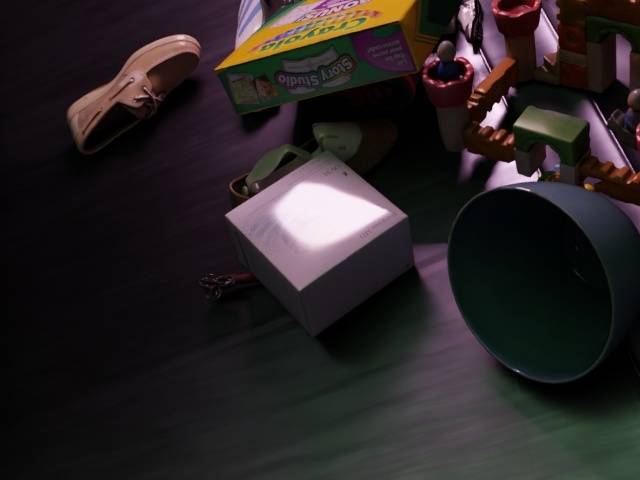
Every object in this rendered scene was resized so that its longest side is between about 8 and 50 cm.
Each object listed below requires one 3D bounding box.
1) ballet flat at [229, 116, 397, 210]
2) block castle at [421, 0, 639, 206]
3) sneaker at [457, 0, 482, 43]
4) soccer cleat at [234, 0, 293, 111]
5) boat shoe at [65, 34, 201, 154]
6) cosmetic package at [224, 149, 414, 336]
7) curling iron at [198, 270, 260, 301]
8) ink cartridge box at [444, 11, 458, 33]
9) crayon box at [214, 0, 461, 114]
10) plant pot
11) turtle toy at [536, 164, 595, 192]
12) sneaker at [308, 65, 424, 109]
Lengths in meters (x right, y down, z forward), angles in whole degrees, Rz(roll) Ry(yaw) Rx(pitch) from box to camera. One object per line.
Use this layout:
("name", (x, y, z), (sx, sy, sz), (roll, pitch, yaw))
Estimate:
("ballet flat", (-0.022, -0.146, 1.675), (0.342, 0.124, 0.116), (-27, 54, 6))
("block castle", (0.421, -0.251, 1.444), (0.453, 0.213, 0.303), (24, 57, 35))
("sneaker", (0.287, -0.420, 1.764), (0.044, 0.040, 0.109), (-17, 50, 34))
("soccer cleat", (-0.123, -0.412, 1.906), (0.143, 0.116, 0.331), (-17, 60, 63))
("boat shoe", (-0.386, -0.304, 1.944), (0.341, 0.121, 0.110), (-34, 57, 14))
("cosmetic package", (0.000, 0.000, 1.540), (0.224, 0.138, 0.225), (-34, 53, -17))
("curling iron", (-0.084, 0.069, 1.621), (0.274, 0.035, 0.068), (-7, 27, 9))
("ink cartridge box", (0.200, -0.509, 1.821), (0.148, 0.086, 0.203), (-2, 60, 23))
("crayon box", (0.038, -0.369, 1.645), (0.363, 0.106, 0.313), (-9, 28, 29))
("plant pot", (0.357, 0.036, 1.334), (0.195, 0.290, 0.290), (-22, 44, -35))
("turtle toy", (0.397, -0.073, 1.481), (0.095, 0.066, 0.130), (-40, 53, -3))
("sneaker", (0.082, -0.319, 1.756), (0.276, 0.097, 0.135), (8, 48, 38))
